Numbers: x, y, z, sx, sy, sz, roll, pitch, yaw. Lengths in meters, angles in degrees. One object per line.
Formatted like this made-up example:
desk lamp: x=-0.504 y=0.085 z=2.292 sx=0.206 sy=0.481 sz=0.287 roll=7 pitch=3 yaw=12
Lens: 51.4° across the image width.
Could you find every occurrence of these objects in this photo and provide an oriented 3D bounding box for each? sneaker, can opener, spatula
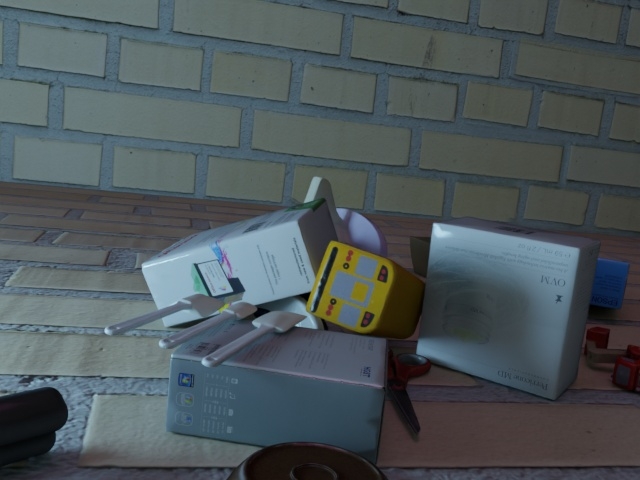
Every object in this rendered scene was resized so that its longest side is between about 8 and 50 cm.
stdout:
sneaker: x=-0.017 y=0.119 z=1.115 sx=0.121 sy=0.079 sz=0.216 roll=-1 pitch=10 yaw=-32
can opener: x=-0.335 y=0.189 z=0.531 sx=0.093 sy=0.074 sz=0.280 roll=49 pitch=30 yaw=21
spatula: x=-0.133 y=0.101 z=0.792 sx=0.168 sy=0.019 sz=0.242 roll=14 pitch=11 yaw=17

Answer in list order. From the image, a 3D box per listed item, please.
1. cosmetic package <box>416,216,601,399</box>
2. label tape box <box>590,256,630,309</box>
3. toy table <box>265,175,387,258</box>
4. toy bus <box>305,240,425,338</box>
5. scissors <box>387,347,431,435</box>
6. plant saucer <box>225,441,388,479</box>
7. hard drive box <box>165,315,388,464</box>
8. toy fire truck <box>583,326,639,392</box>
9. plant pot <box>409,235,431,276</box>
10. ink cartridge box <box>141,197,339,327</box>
cosmetic package: x=0.286 y=0.094 z=1.028 sx=0.223 sy=0.225 sz=0.138 roll=12 pitch=13 yaw=33
label tape box: x=0.609 y=0.091 z=1.636 sx=0.249 sy=0.115 sz=0.347 roll=10 pitch=-2 yaw=22
toy table: x=0.000 y=0.000 z=1.484 sx=0.274 sy=0.253 sz=0.160 roll=3 pitch=-13 yaw=45
toy bus: x=0.079 y=0.083 z=1.017 sx=0.130 sy=0.108 sz=0.332 roll=18 pitch=-4 yaw=20
scissors: x=0.093 y=0.198 z=0.908 sx=0.108 sy=0.021 sz=0.297 roll=11 pitch=10 yaw=10
plant saucer: x=-0.007 y=0.226 z=0.609 sx=0.168 sy=0.029 sz=0.168 roll=6 pitch=8 yaw=-1
hard drive box: x=-0.040 y=0.164 z=0.779 sx=0.232 sy=0.089 sz=0.181 roll=7 pitch=9 yaw=6
toy fire truck: x=0.497 y=0.196 z=1.108 sx=0.135 sy=0.047 sz=0.192 roll=12 pitch=11 yaw=33
plant pot: x=0.304 y=0.046 z=1.770 sx=0.109 sy=0.096 sz=0.109 roll=2 pitch=10 yaw=-24
ink cartridge box: x=-0.123 y=0.033 z=1.116 sx=0.278 sy=0.117 sz=0.201 roll=-15 pitch=10 yaw=16
